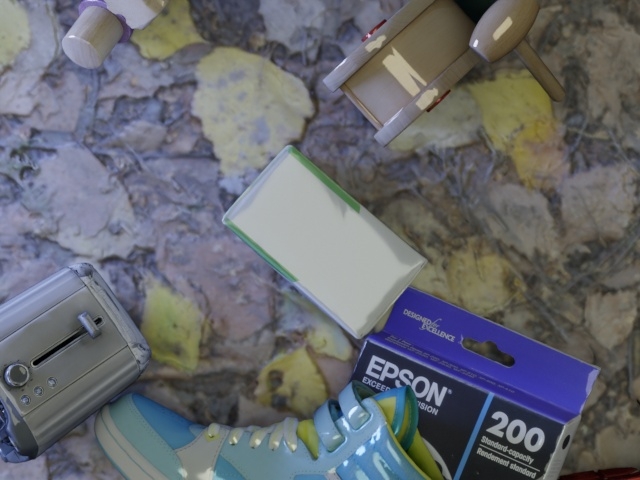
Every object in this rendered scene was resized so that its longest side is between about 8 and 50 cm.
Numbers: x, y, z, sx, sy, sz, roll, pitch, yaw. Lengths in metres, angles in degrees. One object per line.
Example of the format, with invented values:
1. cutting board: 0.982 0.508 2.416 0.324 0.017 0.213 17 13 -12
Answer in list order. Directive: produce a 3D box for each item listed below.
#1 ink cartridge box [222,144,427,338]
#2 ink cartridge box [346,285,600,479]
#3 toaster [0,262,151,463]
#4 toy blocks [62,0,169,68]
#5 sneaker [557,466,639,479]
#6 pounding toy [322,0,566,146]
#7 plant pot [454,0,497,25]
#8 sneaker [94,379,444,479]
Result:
1. ink cartridge box: 0.000 0.000 1.656 0.154 0.212 0.093 40 88 -1
2. ink cartridge box: 0.118 0.169 1.714 0.206 0.045 0.208 22 91 20
3. toaster: -0.241 0.108 1.668 0.146 0.227 0.129 -34 88 -17
4. toy blocks: -0.187 -0.350 1.664 0.289 0.309 0.260 39 58 -13
5. sneaker: 0.292 0.272 1.734 0.221 0.087 0.128 -8 91 1
6. pounding toy: 0.102 -0.128 1.626 0.154 0.269 0.155 -43 92 -8
7. plant pot: 0.153 -0.301 1.636 0.166 0.234 0.165 -43 92 0
8. sneaker: -0.030 0.179 1.680 0.319 0.127 0.208 33 99 11
